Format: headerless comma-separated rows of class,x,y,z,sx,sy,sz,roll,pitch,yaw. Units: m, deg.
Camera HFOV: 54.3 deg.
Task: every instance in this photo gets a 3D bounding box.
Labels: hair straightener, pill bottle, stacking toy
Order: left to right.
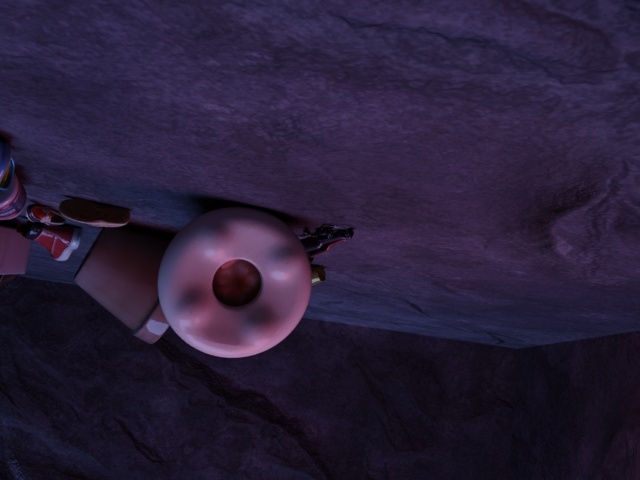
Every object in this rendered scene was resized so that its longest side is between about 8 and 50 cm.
pill bottle,-0.721,-0.104,1.400,0.108,0.107,0.180,11,167,-14
stacking toy,-0.242,0.071,1.606,0.351,0.350,0.480,12,-176,-17
hair straightener,0.000,0.000,1.528,0.089,0.047,0.230,15,165,-29

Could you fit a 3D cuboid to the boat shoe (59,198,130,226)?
boat shoe,-0.572,-0.062,1.582,0.170,0.063,0.059,12,161,-17

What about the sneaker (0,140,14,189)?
sneaker,-0.719,-0.145,1.186,0.319,0.127,0.208,1,164,33

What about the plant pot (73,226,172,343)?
plant pot,-0.542,0.096,1.821,0.280,0.323,0.323,32,159,-19

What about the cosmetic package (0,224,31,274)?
cosmetic package,-1.042,0.019,1.906,0.197,0.155,0.365,10,177,-9

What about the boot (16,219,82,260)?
boot,-0.867,-0.007,1.965,0.176,0.088,0.244,16,157,-28

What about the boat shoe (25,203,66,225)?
boat shoe,-0.749,-0.068,1.703,0.043,0.049,0.137,3,169,10

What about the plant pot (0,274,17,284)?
plant pot,-1.254,0.090,2.420,0.216,0.215,0.230,7,-178,7

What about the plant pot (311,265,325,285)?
plant pot,-0.028,0.113,1.993,0.079,0.083,0.083,-15,157,29

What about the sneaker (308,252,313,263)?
sneaker,-0.050,0.064,1.816,0.065,0.061,0.158,0,167,7
